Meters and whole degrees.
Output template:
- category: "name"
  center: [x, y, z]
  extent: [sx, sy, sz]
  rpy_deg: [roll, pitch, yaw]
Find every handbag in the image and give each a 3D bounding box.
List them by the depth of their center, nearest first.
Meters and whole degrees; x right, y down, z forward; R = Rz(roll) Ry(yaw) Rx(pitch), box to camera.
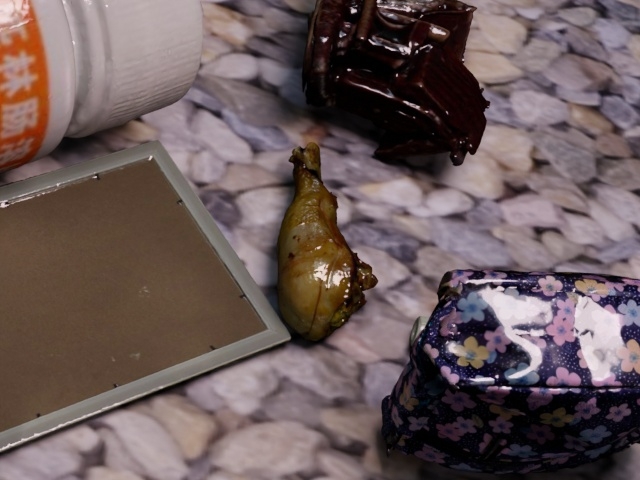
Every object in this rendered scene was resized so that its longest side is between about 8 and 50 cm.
- category: "handbag"
  center: [0.164, 0.099, 1.268]
  extent: [0.229, 0.208, 0.126]
  rpy_deg: [1, 67, -12]

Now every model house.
- category: "model house"
  center: [0.070, -0.165, 1.487]
  extent: [0.164, 0.141, 0.203]
  rpy_deg: [10, 47, 0]

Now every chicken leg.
- category: "chicken leg"
  center: [0.000, 0.000, 1.378]
  extent: [0.093, 0.070, 0.178]
  rpy_deg: [31, 36, -40]

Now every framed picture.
- category: "framed picture"
  center: [-0.185, 0.038, 1.305]
  extent: [0.274, 0.017, 0.217]
  rpy_deg: [-18, 61, -31]

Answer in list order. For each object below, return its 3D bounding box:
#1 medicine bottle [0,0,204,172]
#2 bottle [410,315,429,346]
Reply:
- category: "medicine bottle"
  center: [-0.289, -0.139, 1.277]
  extent: [0.371, 0.211, 0.211]
  rpy_deg: [-22, 63, -33]
- category: "bottle"
  center: [0.113, 0.082, 1.374]
  extent: [0.083, 0.030, 0.030]
  rpy_deg: [16, 49, -7]
